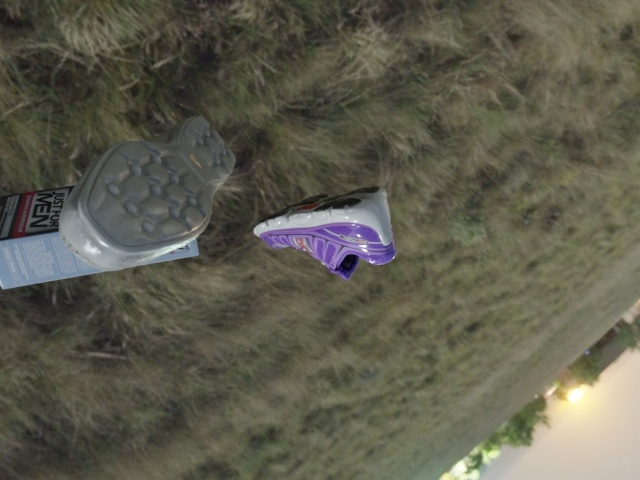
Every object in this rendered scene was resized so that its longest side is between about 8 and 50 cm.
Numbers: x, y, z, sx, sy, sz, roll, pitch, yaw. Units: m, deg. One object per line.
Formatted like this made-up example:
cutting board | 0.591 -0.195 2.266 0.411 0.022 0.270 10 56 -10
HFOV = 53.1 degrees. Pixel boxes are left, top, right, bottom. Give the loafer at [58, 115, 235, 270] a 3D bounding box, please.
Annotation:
loafer | -0.167 -0.041 0.624 0.111 0.112 0.319 -36 -170 16

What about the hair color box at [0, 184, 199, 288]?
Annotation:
hair color box | -0.444 -0.030 1.281 0.374 0.185 0.114 -10 124 -11

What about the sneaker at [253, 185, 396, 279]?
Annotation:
sneaker | 0.000 0.000 0.552 0.068 0.071 0.169 -25 -167 -29
